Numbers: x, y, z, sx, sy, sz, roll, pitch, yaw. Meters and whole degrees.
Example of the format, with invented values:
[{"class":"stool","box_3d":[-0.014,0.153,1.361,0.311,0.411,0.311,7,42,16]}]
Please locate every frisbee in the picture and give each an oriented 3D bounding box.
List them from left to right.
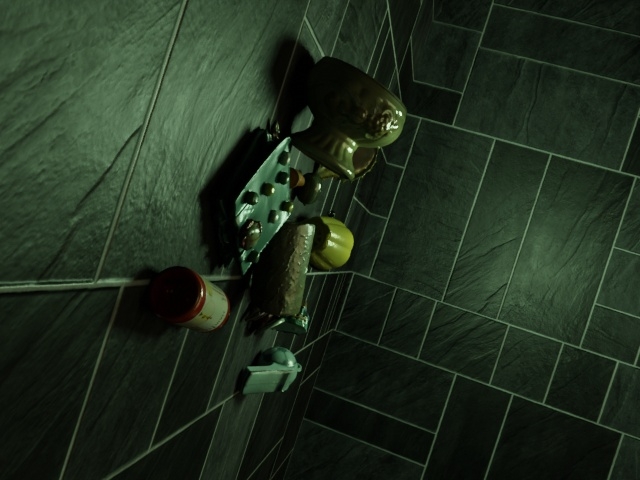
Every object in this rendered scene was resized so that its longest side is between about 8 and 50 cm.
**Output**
[{"class":"frisbee","box_3d":[-0.166,0.276,1.781,0.014,0.110,0.110,65,11,4]}]

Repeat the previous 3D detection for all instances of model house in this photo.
[{"class":"model house","box_3d":[-0.110,0.239,1.939,0.119,0.148,0.148,79,18,-60]}]

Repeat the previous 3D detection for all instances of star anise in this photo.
[{"class":"star anise","box_3d":[-0.141,0.179,1.729,0.272,0.102,0.272,23,90,-79]}]

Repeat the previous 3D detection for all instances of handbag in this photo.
[{"class":"handbag","box_3d":[-0.143,-0.088,1.307,0.268,0.100,0.274,97,15,-49]}]

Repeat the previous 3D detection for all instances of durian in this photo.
[{"class":"durian","box_3d":[0.108,-0.325,1.942,0.185,0.196,0.305,27,79,-86]}]

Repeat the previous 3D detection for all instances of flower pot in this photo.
[{"class":"flower pot","box_3d":[0.000,0.000,1.979,0.179,0.195,0.195,26,82,-66]},{"class":"flower pot","box_3d":[0.061,-0.316,1.499,0.244,0.307,0.307,-59,170,4]}]

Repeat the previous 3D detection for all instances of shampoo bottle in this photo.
[{"class":"shampoo bottle","box_3d":[-0.249,0.131,1.129,0.278,0.104,0.104,67,42,-74]}]

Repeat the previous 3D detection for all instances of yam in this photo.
[{"class":"yam","box_3d":[-0.108,0.064,1.540,0.161,0.161,0.268,-36,136,-72]}]

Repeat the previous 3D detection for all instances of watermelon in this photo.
[{"class":"watermelon","box_3d":[-0.036,-0.164,1.766,0.078,0.078,0.110,-44,156,-67]}]

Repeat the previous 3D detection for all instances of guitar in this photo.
[{"class":"guitar","box_3d":[0.019,-0.006,2.335,0.038,0.084,0.271,65,38,-72]}]

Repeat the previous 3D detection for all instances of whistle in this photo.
[{"class":"whistle","box_3d":[-0.181,0.453,1.957,0.290,0.163,0.163,9,101,-41]}]

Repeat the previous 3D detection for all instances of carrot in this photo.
[{"class":"carrot","box_3d":[-0.075,-0.180,1.633,0.210,0.061,0.061,-28,136,-81]}]

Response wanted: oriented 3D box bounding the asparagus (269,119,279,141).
[{"class":"asparagus","box_3d":[-0.116,-0.212,1.427,0.034,0.027,0.236,-42,155,-27]}]
